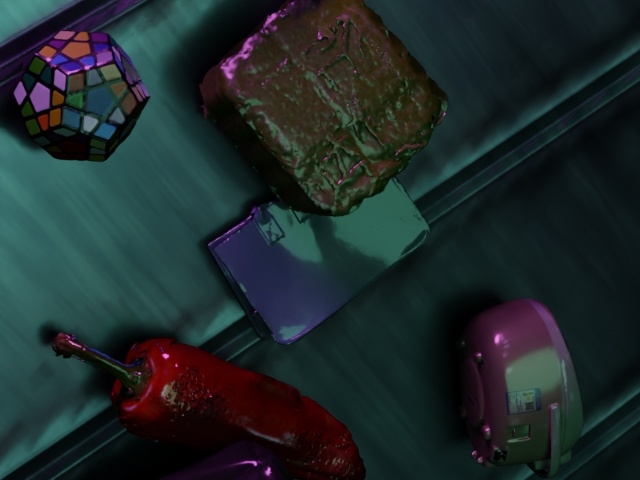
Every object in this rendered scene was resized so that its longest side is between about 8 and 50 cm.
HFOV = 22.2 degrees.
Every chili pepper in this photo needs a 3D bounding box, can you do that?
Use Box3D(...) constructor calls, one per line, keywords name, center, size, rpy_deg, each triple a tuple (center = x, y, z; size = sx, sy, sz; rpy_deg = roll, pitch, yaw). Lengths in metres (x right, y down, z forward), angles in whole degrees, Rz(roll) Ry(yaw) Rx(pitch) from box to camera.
Box3D(name="chili pepper", center=(-0.104, 0.180, 1.718), size=(0.387, 0.110, 0.110), rpy_deg=(25, 87, -32))

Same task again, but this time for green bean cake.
Box3D(name="green bean cake", center=(0.004, -0.147, 1.697), size=(0.200, 0.113, 0.214), rpy_deg=(-43, 101, -18))

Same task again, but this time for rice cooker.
Box3D(name="rice cooker", center=(0.226, 0.169, 1.863), size=(0.127, 0.145, 0.206), rpy_deg=(-6, 105, -14))

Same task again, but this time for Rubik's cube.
Box3D(name="Rubik's cube", center=(-0.233, -0.141, 1.595), size=(0.133, 0.112, 0.133), rpy_deg=(-4, 99, -25))

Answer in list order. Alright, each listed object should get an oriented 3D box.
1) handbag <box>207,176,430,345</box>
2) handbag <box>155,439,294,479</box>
Box3D(name="handbag", center=(0.000, 0.000, 1.771), size=(0.221, 0.057, 0.144), rpy_deg=(-35, 105, -16))
Box3D(name="handbag", center=(-0.146, 0.394, 1.691), size=(0.342, 0.152, 0.288), rpy_deg=(-25, 125, 0))
